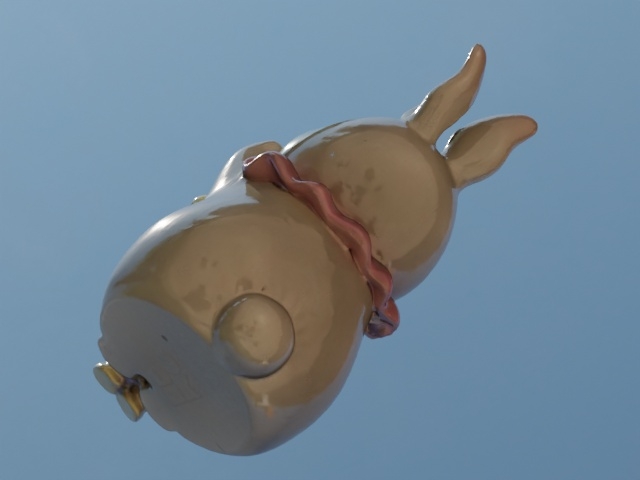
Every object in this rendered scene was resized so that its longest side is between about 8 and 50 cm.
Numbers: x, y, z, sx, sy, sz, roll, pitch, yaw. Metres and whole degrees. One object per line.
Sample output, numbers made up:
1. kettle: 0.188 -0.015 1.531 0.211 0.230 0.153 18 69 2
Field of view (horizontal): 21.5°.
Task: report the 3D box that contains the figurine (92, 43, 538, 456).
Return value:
1. figurine: 0.000 0.000 0.870 0.127 0.155 0.235 47 -123 2
